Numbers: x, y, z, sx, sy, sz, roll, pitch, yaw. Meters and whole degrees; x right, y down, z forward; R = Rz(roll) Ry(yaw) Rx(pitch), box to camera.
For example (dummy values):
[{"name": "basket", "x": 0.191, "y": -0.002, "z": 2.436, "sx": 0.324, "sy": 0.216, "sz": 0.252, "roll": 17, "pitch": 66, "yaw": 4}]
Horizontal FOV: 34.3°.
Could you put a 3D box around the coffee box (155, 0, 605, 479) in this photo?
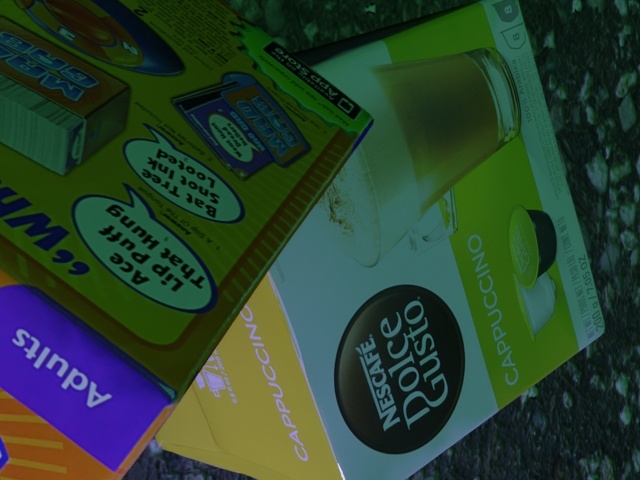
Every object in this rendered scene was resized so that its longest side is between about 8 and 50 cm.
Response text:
[{"name": "coffee box", "x": 0.000, "y": 0.000, "z": 0.976, "sx": 0.334, "sy": 0.338, "sz": 0.337, "roll": -27, "pitch": 105, "yaw": -33}]

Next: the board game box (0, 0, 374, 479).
[{"name": "board game box", "x": -0.242, "y": 0.004, "z": 0.598, "sx": 0.356, "sy": 0.356, "sz": 0.356, "roll": 37, "pitch": 27, "yaw": -2}]
